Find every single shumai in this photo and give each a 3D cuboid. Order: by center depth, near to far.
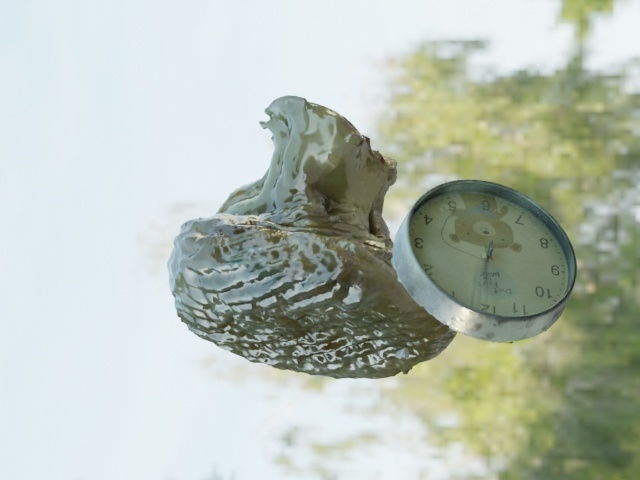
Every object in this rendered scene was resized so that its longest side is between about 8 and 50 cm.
[{"bbox_3d":[0.000,0.000,1.290,0.161,0.209,0.153,29,-115,-43],"label":"shumai"}]

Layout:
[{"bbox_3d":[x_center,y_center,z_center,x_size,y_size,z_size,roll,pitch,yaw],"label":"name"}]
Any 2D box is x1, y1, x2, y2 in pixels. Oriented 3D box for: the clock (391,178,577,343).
[{"bbox_3d":[0.074,0.008,0.880,0.017,0.085,0.085,112,175,-47],"label":"clock"}]
